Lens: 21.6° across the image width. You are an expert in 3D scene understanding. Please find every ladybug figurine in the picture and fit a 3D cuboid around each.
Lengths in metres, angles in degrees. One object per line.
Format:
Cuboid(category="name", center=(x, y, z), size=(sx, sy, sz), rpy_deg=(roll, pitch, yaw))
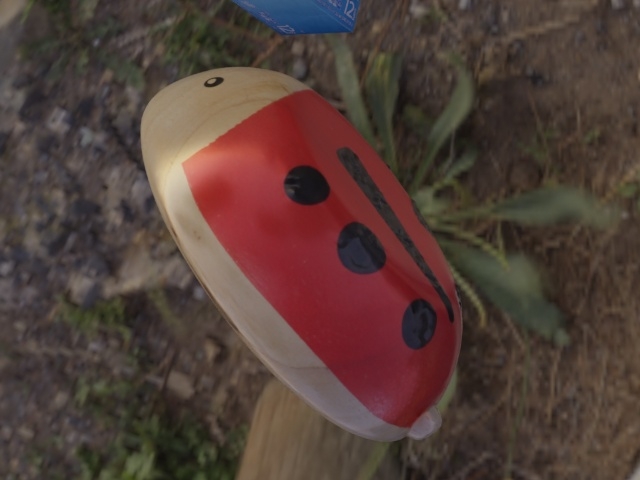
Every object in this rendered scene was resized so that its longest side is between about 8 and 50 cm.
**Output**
Cuboid(category="ladybug figurine", center=(0.000, 0.000, 1.704), size=(0.162, 0.305, 0.449), rpy_deg=(-38, 85, 27))

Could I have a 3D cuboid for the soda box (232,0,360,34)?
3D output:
Cuboid(category="soda box", center=(-0.053, -0.216, 1.177), size=(0.071, 0.067, 0.210), rpy_deg=(4, 165, 37))
